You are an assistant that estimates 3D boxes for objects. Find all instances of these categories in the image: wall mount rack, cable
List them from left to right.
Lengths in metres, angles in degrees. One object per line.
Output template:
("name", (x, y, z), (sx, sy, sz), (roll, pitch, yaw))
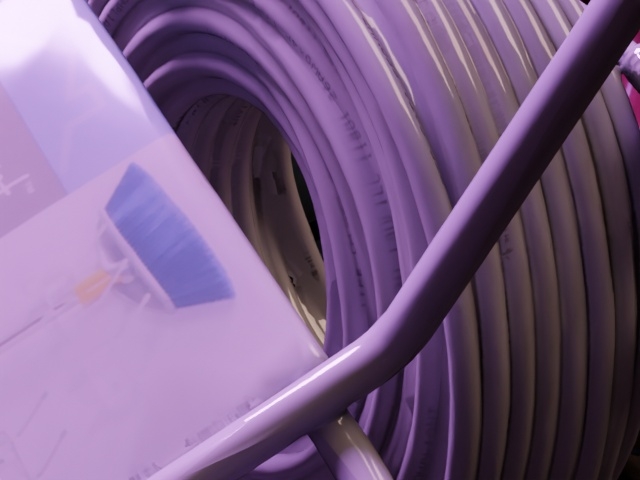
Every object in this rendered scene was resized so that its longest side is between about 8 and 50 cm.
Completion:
("wall mount rack", (-0.060, -0.046, 0.478), (0.350, 0.304, 0.130), (55, -2, 35))
("cable", (0.000, 0.000, 0.602), (0.089, 0.257, 0.257), (-15, 50, -34))

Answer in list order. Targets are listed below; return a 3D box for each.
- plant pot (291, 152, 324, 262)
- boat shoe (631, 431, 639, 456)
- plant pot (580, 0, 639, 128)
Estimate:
("plant pot", (-0.076, -0.174, 0.875), (0.341, 0.341, 0.334), (20, 28, -37))
("boat shoe", (0.126, 0.054, 0.963), (0.183, 0.066, 0.066), (28, -9, 24))
("plant pot", (0.135, -0.137, 1.373), (0.201, 0.201, 0.180), (28, 1, -14))
